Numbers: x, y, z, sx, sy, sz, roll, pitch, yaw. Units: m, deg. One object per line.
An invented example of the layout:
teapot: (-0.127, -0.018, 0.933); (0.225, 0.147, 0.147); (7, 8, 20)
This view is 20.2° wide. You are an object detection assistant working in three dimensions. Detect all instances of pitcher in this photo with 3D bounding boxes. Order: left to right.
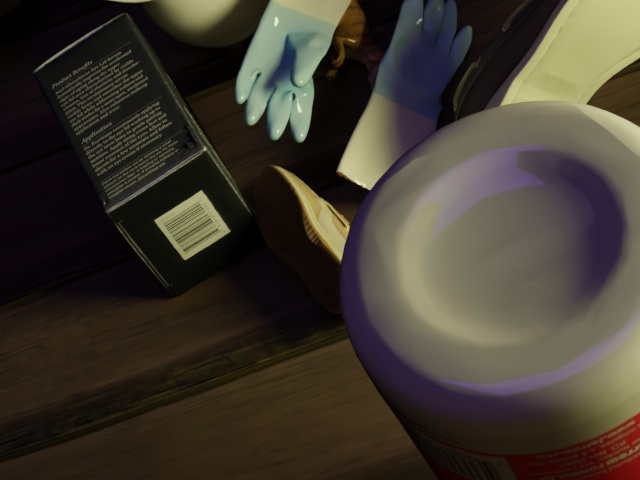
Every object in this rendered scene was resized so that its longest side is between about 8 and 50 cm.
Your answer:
pitcher: (-0.101, -0.253, 1.704); (0.177, 0.207, 0.125); (1, 86, 23)

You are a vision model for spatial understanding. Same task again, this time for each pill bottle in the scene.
pill bottle: (0.179, 0.107, 1.226); (0.229, 0.408, 0.229); (-11, 55, 16)

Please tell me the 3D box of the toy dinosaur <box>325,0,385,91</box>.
toy dinosaur: (0.010, -0.224, 1.736); (0.112, 0.064, 0.211); (-23, 76, 4)

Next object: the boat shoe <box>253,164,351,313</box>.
boat shoe: (0.000, 0.000, 1.597); (0.063, 0.059, 0.170); (-56, 53, 31)

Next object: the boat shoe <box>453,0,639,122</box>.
boat shoe: (0.214, -0.179, 1.533); (0.305, 0.109, 0.091); (-51, 35, 28)

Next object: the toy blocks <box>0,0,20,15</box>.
toy blocks: (-0.460, -0.330, 1.959); (0.261, 0.191, 0.381); (-24, 51, 21)

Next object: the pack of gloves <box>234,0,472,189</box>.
pack of gloves: (0.037, -0.170, 1.636); (0.195, 0.046, 0.232); (22, 63, -7)

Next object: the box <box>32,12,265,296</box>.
box: (-0.157, -0.080, 1.656); (0.108, 0.153, 0.207); (-33, 50, 0)
